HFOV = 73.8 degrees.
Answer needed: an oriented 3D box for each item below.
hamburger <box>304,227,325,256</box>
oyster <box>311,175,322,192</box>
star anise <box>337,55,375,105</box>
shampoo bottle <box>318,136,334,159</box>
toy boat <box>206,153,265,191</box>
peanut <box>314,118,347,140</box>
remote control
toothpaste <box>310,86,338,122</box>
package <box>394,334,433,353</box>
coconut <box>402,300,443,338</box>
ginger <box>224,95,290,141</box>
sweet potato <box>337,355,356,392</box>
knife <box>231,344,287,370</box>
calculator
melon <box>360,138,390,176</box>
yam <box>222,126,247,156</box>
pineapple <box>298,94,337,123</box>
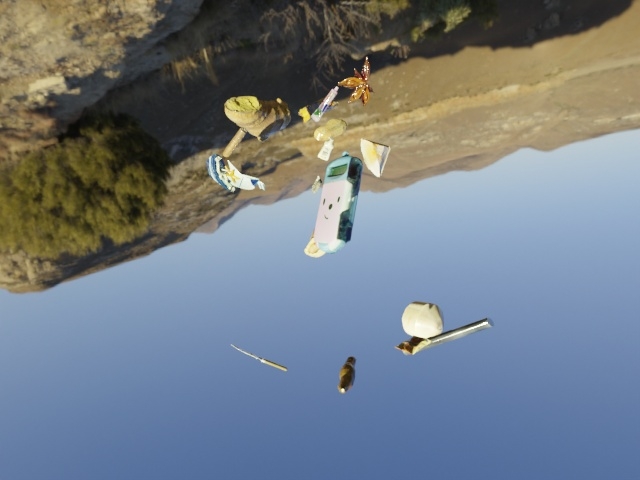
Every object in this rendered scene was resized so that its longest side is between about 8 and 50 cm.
[{"bbox_3d":[0.003,-0.007,1.697,0.087,0.102,0.176,24,148,-1],"label":"hamburger"},{"bbox_3d":[-0.018,-0.270,2.107,0.037,0.098,0.100,28,-161,-1],"label":"oyster"},{"bbox_3d":[0.160,-0.670,1.851,0.156,0.213,0.054,-25,-136,-7],"label":"star anise"},{"bbox_3d":[0.031,-0.384,1.774,0.048,0.034,0.141,25,154,-6],"label":"shampoo bottle"},{"bbox_3d":[-0.358,-0.280,1.868,0.290,0.221,0.067,15,-123,22],"label":"toy boat"},{"bbox_3d":[0.052,-0.579,2.224,0.194,0.094,0.083,-25,-171,-18],"label":"peanut"},{"bbox_3d":[0.524,0.400,1.768,0.377,0.044,0.107,-27,152,26],"label":"remote control"},{"bbox_3d":[0.021,-0.583,1.818,0.170,0.045,0.028,-50,169,23],"label":"toothpaste"},{"bbox_3d":[0.378,0.424,1.737,0.120,0.031,0.108,-22,-169,-27],"label":"package"},{"bbox_3d":[0.551,0.426,2.248,0.202,0.202,0.221,-17,-170,-31],"label":"coconut"},{"bbox_3d":[-0.248,-0.498,1.708,0.126,0.190,0.353,40,-159,24],"label":"ginger"},{"bbox_3d":[0.108,0.512,1.649,0.067,0.067,0.274,-8,-169,16],"label":"sweet potato"},{"bbox_3d":[-0.280,0.537,1.949,0.297,0.017,0.047,29,178,-24],"label":"knife"},{"bbox_3d":[0.049,-0.108,1.196,0.051,0.294,0.173,12,176,-25],"label":"calculator"},{"bbox_3d":[0.284,-0.418,2.063,0.139,0.203,0.093,-27,-166,-15],"label":"melon"},{"bbox_3d":[-0.309,-0.351,1.533,0.032,0.032,0.145,-22,167,-47],"label":"yam"},{"bbox_3d":[0.005,-0.690,2.200,0.233,0.080,0.135,-10,-154,45],"label":"pineapple"}]
